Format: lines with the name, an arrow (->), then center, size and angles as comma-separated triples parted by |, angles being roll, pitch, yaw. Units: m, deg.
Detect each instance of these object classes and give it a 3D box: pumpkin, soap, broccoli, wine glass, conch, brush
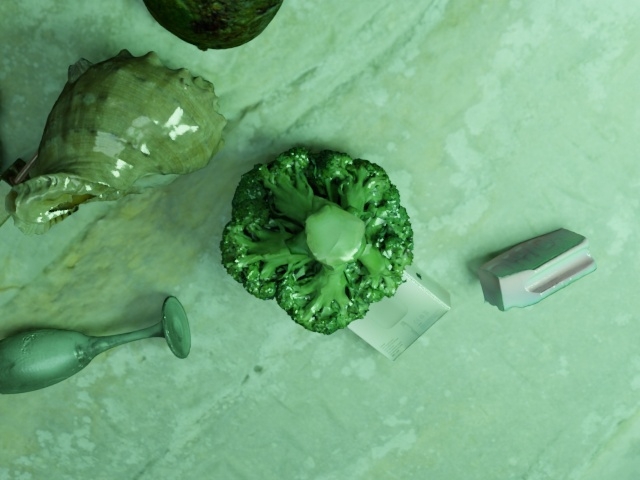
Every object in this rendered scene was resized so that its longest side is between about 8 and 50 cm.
pumpkin -> -0.100, -0.309, 1.262 | 0.278, 0.111, 0.163 | -14, 126, 14
soap -> 0.299, 0.041, 1.417 | 0.149, 0.100, 0.056 | -27, 107, -10
broccoli -> 0.000, 0.000, 1.335 | 0.269, 0.270, 0.270 | 0, 90, -6
wine glass -> -0.382, 0.085, 1.535 | 0.309, 0.096, 0.264 | -13, 97, 13
conch -> -0.277, -0.129, 1.323 | 0.186, 0.324, 0.263 | 60, 152, 17
brush -> -0.411, -0.101, 1.416 | 0.047, 0.103, 0.233 | 41, 104, -16

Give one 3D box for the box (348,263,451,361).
box -> 0.103, 0.094, 1.491 | 0.129, 0.051, 0.130 | 39, 113, -13
